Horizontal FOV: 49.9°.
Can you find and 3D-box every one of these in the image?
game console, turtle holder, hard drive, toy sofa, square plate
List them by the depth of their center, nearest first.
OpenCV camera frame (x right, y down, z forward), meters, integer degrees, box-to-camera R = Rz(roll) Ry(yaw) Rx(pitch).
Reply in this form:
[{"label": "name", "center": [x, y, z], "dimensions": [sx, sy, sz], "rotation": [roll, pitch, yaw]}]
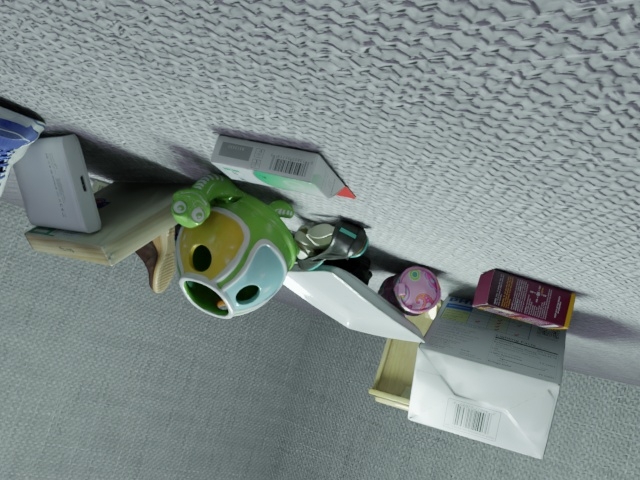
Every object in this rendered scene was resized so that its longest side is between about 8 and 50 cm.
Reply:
[{"label": "turtle holder", "center": [-0.179, 0.016, 1.405], "dimensions": [0.243, 0.227, 0.320], "rotation": [27, 149, 4]}, {"label": "hard drive", "center": [-0.589, -0.125, 1.507], "dimensions": [0.040, 0.203, 0.307], "rotation": [-23, -161, -39]}, {"label": "game console", "center": [0.022, 0.049, 1.764], "dimensions": [0.122, 0.107, 0.071], "rotation": [37, -166, -37]}, {"label": "square plate", "center": [0.060, 0.150, 1.785], "dimensions": [0.344, 0.049, 0.347], "rotation": [37, 162, -27]}, {"label": "toy sofa", "center": [0.290, 0.359, 2.216], "dimensions": [0.150, 0.363, 0.177], "rotation": [12, 164, 23]}]

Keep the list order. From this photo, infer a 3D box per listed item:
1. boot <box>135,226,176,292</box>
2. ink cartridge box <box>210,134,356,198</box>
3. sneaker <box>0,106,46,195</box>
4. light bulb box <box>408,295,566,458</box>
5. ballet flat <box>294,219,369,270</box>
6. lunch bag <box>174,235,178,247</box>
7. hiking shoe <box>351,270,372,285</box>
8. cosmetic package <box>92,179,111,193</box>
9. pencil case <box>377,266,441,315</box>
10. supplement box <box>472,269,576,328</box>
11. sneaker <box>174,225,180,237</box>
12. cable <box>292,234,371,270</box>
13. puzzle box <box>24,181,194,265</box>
[{"label": "boot", "center": [-0.537, 0.019, 2.080], "dimensions": [0.206, 0.249, 0.090], "rotation": [15, -166, 25]}, {"label": "ink cartridge box", "center": [-0.055, -0.099, 1.153], "dimensions": [0.180, 0.056, 0.224], "rotation": [13, 168, 21]}, {"label": "sneaker", "center": [-0.661, -0.166, 1.392], "dimensions": [0.127, 0.182, 0.315], "rotation": [21, 170, -31]}, {"label": "light bulb box", "center": [0.458, 0.349, 1.855], "dimensions": [0.357, 0.225, 0.361], "rotation": [13, -159, 18]}, {"label": "ballet flat", "center": [0.000, 0.000, 1.530], "dimensions": [0.096, 0.095, 0.280], "rotation": [31, 155, -22]}, {"label": "lunch bag", "center": [-0.360, 0.039, 2.169], "dimensions": [0.176, 0.090, 0.219], "rotation": [-26, 148, 30]}, {"label": "hiking shoe", "center": [0.038, 0.104, 1.931], "dimensions": [0.226, 0.114, 0.086], "rotation": [20, 169, -20]}, {"label": "cosmetic package", "center": [-0.582, -0.128, 1.884], "dimensions": [0.060, 0.041, 0.115], "rotation": [16, 170, -2]}, {"label": "pencil case", "center": [0.226, 0.138, 1.799], "dimensions": [0.124, 0.124, 0.284], "rotation": [17, 172, -4]}, {"label": "supplement box", "center": [0.446, 0.131, 1.513], "dimensions": [0.188, 0.081, 0.104], "rotation": [17, 171, -2]}, {"label": "sneaker", "center": [-0.519, -0.018, 2.254], "dimensions": [0.152, 0.114, 0.305], "rotation": [21, 163, 15]}, {"label": "cable", "center": [-0.009, 0.018, 1.797], "dimensions": [0.287, 0.072, 0.139], "rotation": [4, 152, 3]}, {"label": "puzzle box", "center": [-0.474, -0.051, 1.575], "dimensions": [0.408, 0.272, 0.052], "rotation": [6, 126, 47]}]
